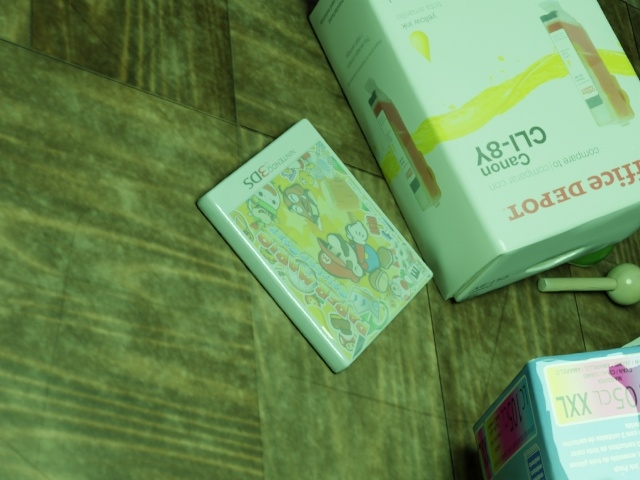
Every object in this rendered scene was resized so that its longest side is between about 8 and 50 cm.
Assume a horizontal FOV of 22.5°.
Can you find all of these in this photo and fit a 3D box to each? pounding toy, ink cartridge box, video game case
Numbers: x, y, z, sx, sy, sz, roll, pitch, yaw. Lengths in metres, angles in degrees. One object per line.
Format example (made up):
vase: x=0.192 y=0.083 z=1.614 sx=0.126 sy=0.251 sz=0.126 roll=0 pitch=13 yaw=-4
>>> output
pounding toy: x=0.336 y=-0.049 z=1.984 sx=0.183 sy=0.110 sz=0.237 roll=12 pitch=54 yaw=-38
ink cartridge box: x=0.202 y=-0.161 z=1.834 sx=0.279 sy=0.160 sz=0.385 roll=-19 pitch=76 yaw=-25
ink cartridge box: x=0.271 y=0.323 z=1.498 sx=0.151 sy=0.270 sz=0.395 roll=-9 pitch=71 yaw=-9
video game case: x=0.000 y=0.000 z=1.696 sx=0.227 sy=0.026 sz=0.206 roll=51 pitch=40 yaw=-3

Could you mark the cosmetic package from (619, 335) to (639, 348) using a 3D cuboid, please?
cosmetic package: x=0.374 y=0.171 z=1.901 sx=0.239 sy=0.060 sz=0.099 roll=-21 pitch=79 yaw=-49
